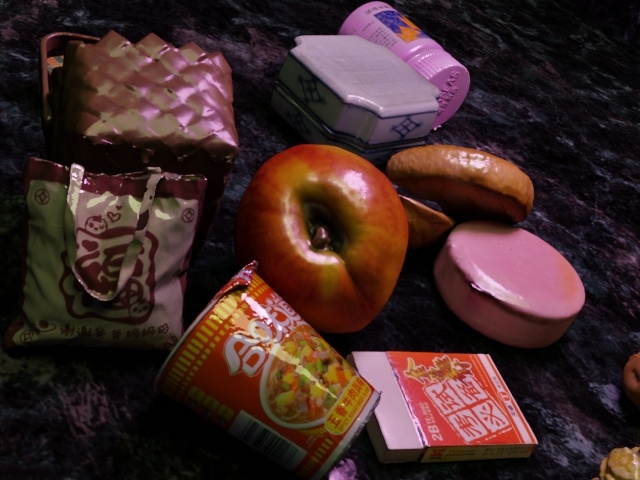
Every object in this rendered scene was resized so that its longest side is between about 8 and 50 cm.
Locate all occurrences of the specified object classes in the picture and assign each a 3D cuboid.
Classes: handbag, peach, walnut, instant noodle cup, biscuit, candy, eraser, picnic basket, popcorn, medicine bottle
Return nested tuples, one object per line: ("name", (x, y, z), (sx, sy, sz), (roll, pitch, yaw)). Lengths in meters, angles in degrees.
("handbag", (-0.248, 0.028, 0.874), (0.213, 0.235, 0.127), (6, 17, -17))
("peach", (0.000, 0.000, 1.030), (0.238, 0.281, 0.281), (-25, 49, -5))
("walnut", (0.133, -0.031, 1.250), (0.167, 0.087, 0.211), (26, 6, 16))
("instant noodle cup", (-0.049, 0.160, 0.856), (0.212, 0.193, 0.193), (37, 37, 6))
("biscuit", (0.259, -0.094, 1.296), (0.213, 0.091, 0.274), (4, -17, 37))
("candy", (0.302, 0.067, 1.226), (0.255, 0.094, 0.255), (15, 36, -11))
("eraser", (0.159, 0.218, 0.999), (0.230, 0.038, 0.157), (5, 39, -24))
("picnic basket", (-0.256, -0.158, 1.046), (0.254, 0.291, 0.321), (2, 53, -26))
("popcorn", (0.401, 0.320, 0.919), (0.136, 0.141, 0.162), (13, -3, -10))
("medicine bottle", (0.181, -0.396, 1.693), (0.178, 0.178, 0.290), (-11, 46, -38))

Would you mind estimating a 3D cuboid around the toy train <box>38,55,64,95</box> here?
("toy train", (-0.399, -0.242, 1.266), (0.099, 0.072, 0.188), (-17, 51, -43))

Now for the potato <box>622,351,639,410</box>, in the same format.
("potato", (0.544, 0.216, 1.147), (0.176, 0.137, 0.137), (-18, 48, -15))

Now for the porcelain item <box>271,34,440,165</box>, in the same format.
("porcelain item", (0.068, -0.278, 1.495), (0.286, 0.157, 0.281), (-15, 52, -42))
